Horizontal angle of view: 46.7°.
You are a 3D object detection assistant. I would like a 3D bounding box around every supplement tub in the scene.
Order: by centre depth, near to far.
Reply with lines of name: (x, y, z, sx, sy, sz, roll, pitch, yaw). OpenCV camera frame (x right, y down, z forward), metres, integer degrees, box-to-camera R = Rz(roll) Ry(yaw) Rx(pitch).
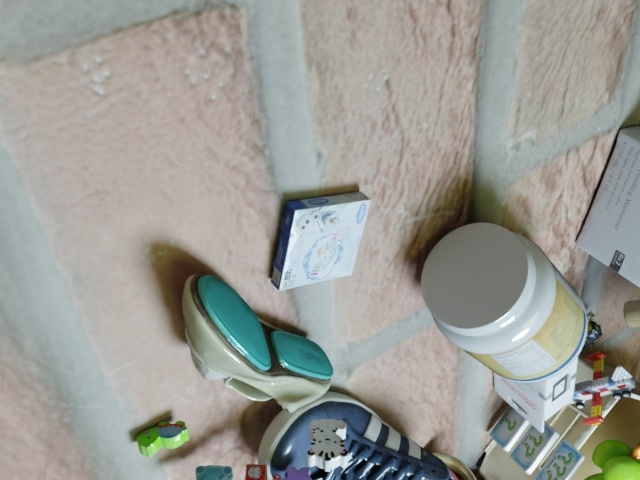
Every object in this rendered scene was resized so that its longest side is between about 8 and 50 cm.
supplement tub: (0.214, 0.074, 0.860, 0.144, 0.144, 0.199, -50, 138, 4)

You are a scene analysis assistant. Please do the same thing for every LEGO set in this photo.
LEGO set: (0.355, 0.231, 1.100, 0.060, 0.182, 0.244, 35, 93, -21)
LEGO set: (0.435, 0.153, 1.197, 0.054, 0.023, 0.083, -47, 139, 0)

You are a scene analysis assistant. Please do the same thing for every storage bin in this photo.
storage bin: (0.435, 0.333, 1.264, 0.262, 0.123, 0.260, 21, 106, -47)

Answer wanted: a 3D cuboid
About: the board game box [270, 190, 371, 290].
board game box: (0.000, 0.000, 0.717, 0.090, 0.020, 0.090, -9, 126, -34)

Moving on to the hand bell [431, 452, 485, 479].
hand bell: (0.223, 0.398, 1.176, 0.126, 0.126, 0.242, -52, 151, 7)

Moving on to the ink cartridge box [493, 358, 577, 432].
ink cartridge box: (0.299, 0.176, 1.042, 0.060, 0.104, 0.180, -32, 137, -18)

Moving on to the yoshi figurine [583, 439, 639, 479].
yoshi figurine: (0.551, 0.444, 1.202, 0.362, 0.203, 0.203, 30, 73, -18)

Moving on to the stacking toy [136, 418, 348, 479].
stacking toy: (-0.074, 0.260, 0.768, 0.221, 0.052, 0.167, 0, 126, 0)

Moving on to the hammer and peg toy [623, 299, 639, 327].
hammer and peg toy: (0.564, 0.183, 1.072, 0.361, 0.127, 0.266, -1, 81, -53)

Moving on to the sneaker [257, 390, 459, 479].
sneaker: (0.078, 0.286, 0.886, 0.350, 0.148, 0.131, 31, 88, -44)

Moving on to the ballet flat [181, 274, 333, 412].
ballet flat: (-0.073, 0.111, 0.706, 0.086, 0.086, 0.248, -47, 140, 1)

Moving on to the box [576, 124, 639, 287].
box: (0.467, -0.055, 0.988, 0.181, 0.119, 0.181, -14, 129, -32)
